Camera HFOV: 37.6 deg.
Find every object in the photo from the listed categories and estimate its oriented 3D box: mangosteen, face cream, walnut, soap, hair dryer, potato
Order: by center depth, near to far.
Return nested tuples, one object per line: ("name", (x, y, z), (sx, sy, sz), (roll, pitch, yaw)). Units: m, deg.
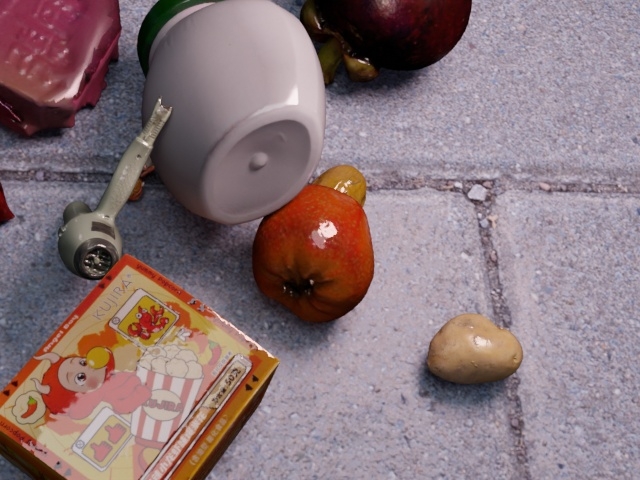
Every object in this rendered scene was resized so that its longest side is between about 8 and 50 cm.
("hair dryer", (-0.305, -0.072, 1.348), (0.092, 0.229, 0.267), (28, 78, -27))
("face cream", (-0.138, -0.210, 1.392), (0.219, 0.312, 0.357), (21, 29, -38))
("potato", (0.233, 0.165, 1.418), (0.147, 0.112, 0.112), (5, 65, -13))
("soap", (-0.438, -0.321, 1.503), (0.220, 0.127, 0.324), (21, 64, 2))
("walnut", (0.029, -0.080, 1.520), (0.091, 0.052, 0.121), (33, 62, 8))
("mangosteen", (0.105, -0.417, 1.566), (0.293, 0.297, 0.297), (-9, 67, 2))

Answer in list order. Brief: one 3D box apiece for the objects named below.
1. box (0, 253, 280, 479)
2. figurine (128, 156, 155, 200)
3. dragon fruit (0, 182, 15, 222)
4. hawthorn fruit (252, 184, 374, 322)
("box", (-0.246, 0.219, 1.240), (0.260, 0.214, 0.283), (34, 64, 8))
("figurine", (-0.287, -0.113, 1.481), (0.064, 0.047, 0.109), (6, 53, 24))
("dragon fruit", (-0.595, -0.204, 1.346), (0.302, 0.330, 0.240), (4, 43, -7))
("hawthorn fruit", (0.000, 0.000, 1.409), (0.197, 0.196, 0.225), (22, 49, 0))
